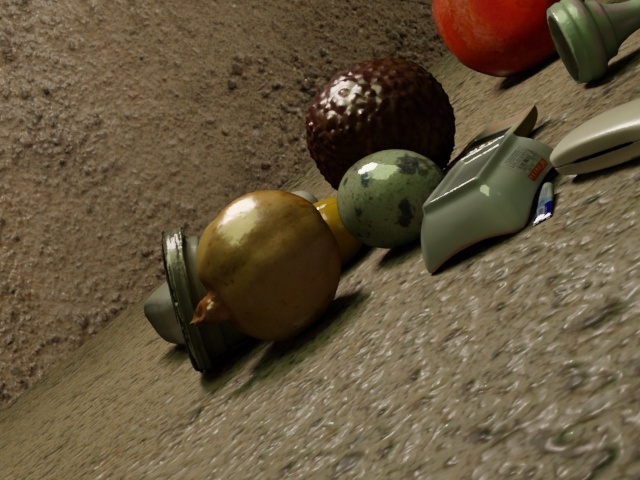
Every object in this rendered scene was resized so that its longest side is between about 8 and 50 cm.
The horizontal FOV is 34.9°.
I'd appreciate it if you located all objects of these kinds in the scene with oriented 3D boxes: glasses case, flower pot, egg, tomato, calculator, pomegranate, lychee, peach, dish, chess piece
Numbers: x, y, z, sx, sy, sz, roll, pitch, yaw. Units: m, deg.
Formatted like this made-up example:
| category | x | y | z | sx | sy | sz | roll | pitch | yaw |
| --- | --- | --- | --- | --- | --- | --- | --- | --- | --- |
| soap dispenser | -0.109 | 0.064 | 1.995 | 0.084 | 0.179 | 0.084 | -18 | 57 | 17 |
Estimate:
| category | x | y | z | sx | sy | sz | roll | pitch | yaw |
| --- | --- | --- | --- | --- | --- | --- | --- | --- | --- |
| glasses case | 0.333 | -0.118 | 1.127 | 0.081 | 0.051 | 0.204 | -39 | 9 | -24 |
| flower pot | -0.154 | 0.078 | 1.565 | 0.140 | 0.235 | 0.235 | -16 | 7 | -4 |
| egg | 0.106 | -0.061 | 1.451 | 0.181 | 0.141 | 0.141 | -14 | 22 | 46 |
| tomato | 0.403 | -0.508 | 2.160 | 0.325 | 0.290 | 0.293 | -36 | 6 | 13 |
| calculator | 0.240 | -0.121 | 1.591 | 0.236 | 0.033 | 0.157 | -42 | 11 | -23 |
| pomegranate | -0.070 | 0.034 | 1.399 | 0.207 | 0.207 | 0.207 | -35 | 9 | 6 |
| lychee | 0.106 | -0.177 | 1.685 | 0.260 | 0.261 | 0.260 | -35 | 9 | 6 |
| peach | 0.000 | 0.000 | 1.642 | 0.179 | 0.103 | 0.179 | -38 | 8 | 6 |
| dish | 0.201 | -0.061 | 1.259 | 0.151 | 0.077 | 0.212 | -30 | 10 | 37 |
| chess piece | 0.504 | -0.358 | 1.594 | 0.271 | 0.139 | 0.139 | -23 | 10 | 7 |

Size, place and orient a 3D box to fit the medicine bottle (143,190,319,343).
| category | x | y | z | sx | sy | sz | roll | pitch | yaw |
| --- | --- | --- | --- | --- | --- | --- | --- | --- | --- |
| medicine bottle | -0.159 | 0.050 | 1.933 | 0.375 | 0.123 | 0.282 | -40 | 8 | -18 |

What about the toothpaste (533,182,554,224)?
| category | x | y | z | sx | sy | sz | roll | pitch | yaw |
| --- | --- | --- | --- | --- | --- | --- | --- | --- | --- |
| toothpaste | 0.255 | -0.042 | 1.160 | 0.024 | 0.015 | 0.083 | -30 | 16 | 29 |
